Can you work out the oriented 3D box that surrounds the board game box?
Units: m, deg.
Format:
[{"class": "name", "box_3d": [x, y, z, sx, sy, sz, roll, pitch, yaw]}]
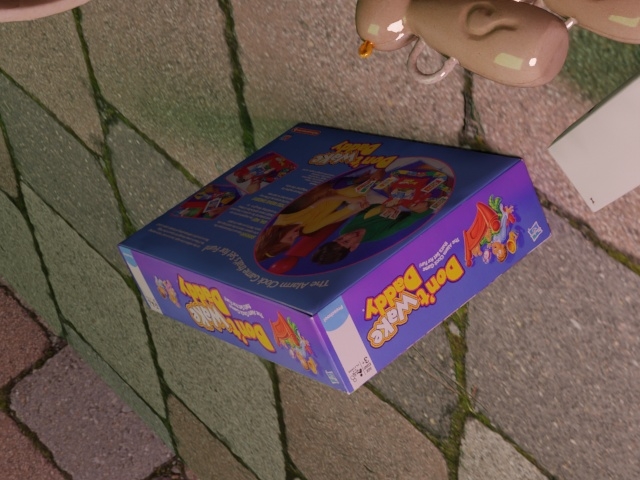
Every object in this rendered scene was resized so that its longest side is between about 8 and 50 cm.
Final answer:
[{"class": "board game box", "box_3d": [0.000, 0.000, 1.319, 0.347, 0.233, 0.078, 16, 137, 56]}]

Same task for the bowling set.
[{"class": "bowling set", "box_3d": [0.143, -0.186, 0.852, 0.154, 0.287, 0.200, 23, 171, 37]}]

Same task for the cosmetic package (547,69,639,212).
[{"class": "cosmetic package", "box_3d": [0.236, -0.097, 0.904, 0.060, 0.099, 0.239, 52, 156, 3]}]

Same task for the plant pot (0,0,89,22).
[{"class": "plant pot", "box_3d": [-0.311, -0.404, 1.306, 0.305, 0.333, 0.334, 46, 159, 49]}]
